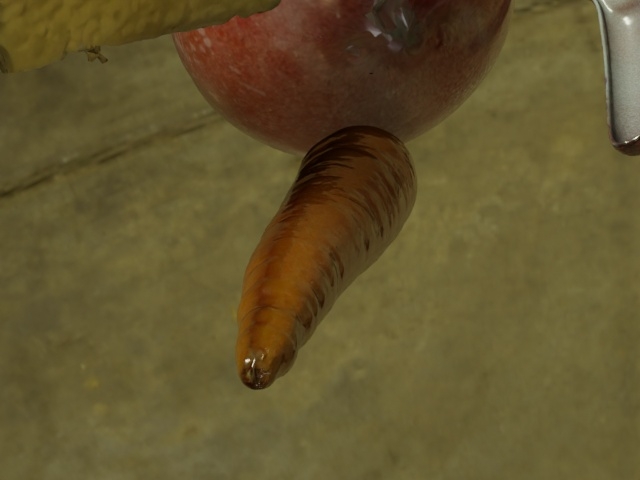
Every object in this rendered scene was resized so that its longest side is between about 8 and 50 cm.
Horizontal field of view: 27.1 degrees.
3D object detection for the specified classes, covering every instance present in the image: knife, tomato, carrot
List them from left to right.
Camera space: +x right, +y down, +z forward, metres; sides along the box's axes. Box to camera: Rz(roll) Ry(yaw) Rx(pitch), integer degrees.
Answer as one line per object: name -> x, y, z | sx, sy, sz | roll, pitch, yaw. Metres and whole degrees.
carrot -> 0.000, 0.000, 0.664 | 0.069, 0.069, 0.336 | 0, 19, 13
tomato -> 0.017, -0.187, 0.993 | 0.270, 0.270, 0.227 | -26, 30, -8
knife -> 0.251, -0.169, 1.056 | 0.123, 0.053, 0.278 | -25, 44, 31

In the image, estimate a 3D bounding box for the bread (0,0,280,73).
bread -> -0.079, -0.187, 0.621 | 0.135, 0.240, 0.178 | 14, 36, 0
